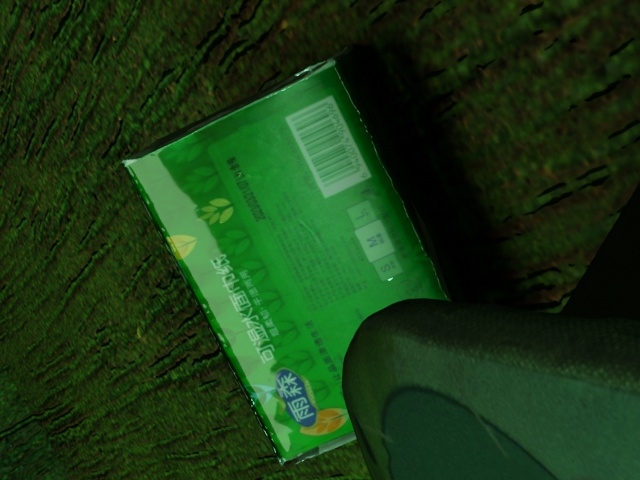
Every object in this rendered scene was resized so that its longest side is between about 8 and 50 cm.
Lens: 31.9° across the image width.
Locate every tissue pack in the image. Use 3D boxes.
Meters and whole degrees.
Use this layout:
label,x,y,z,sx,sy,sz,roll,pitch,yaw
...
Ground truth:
label,x,y,z,sx,sy,sz,roll,pitch,yaw
tissue pack,-0.001,0.001,0.708,0.209,0.148,0.156,63,-168,-10

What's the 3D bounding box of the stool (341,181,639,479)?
label,x,y,z,sx,sy,sz,roll,pitch,yaw
stool,0.203,0.120,0.400,0.310,0.226,0.310,7,124,57
